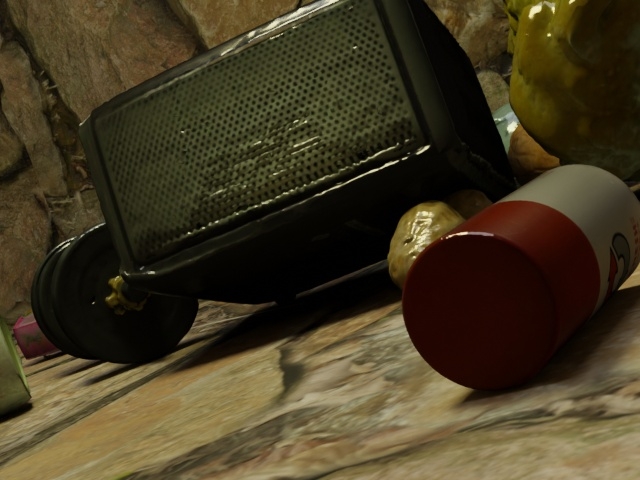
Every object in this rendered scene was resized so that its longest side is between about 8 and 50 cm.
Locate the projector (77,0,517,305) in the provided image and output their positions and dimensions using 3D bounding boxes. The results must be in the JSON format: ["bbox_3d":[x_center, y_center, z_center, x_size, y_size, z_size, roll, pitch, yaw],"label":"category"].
[{"bbox_3d":[-0.003,-0.089,1.325,0.405,0.242,0.395,-22,-13,15],"label":"projector"}]

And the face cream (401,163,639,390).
[{"bbox_3d":[0.135,0.016,0.710,0.096,0.095,0.214,-18,4,31],"label":"face cream"}]

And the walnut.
[{"bbox_3d":[0.321,-0.118,1.471,0.144,0.144,0.180,-20,8,2],"label":"walnut"}]

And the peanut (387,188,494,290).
[{"bbox_3d":[0.126,-0.002,1.131,0.089,0.089,0.193,-18,4,30],"label":"peanut"}]

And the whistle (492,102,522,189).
[{"bbox_3d":[0.293,-0.110,1.685,0.163,0.163,0.289,-24,-32,-50],"label":"whistle"}]

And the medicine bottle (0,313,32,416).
[{"bbox_3d":[-0.437,0.155,1.353,0.143,0.147,0.147,-22,4,-13],"label":"medicine bottle"}]

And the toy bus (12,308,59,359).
[{"bbox_3d":[-0.398,0.134,1.970,0.274,0.090,0.112,-18,10,20],"label":"toy bus"}]

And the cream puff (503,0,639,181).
[{"bbox_3d":[0.366,-0.248,1.272,0.378,0.378,0.275,-20,19,-4],"label":"cream puff"}]

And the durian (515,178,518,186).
[{"bbox_3d":[0.178,-0.073,1.558,0.193,0.137,0.237,-23,6,-40],"label":"durian"}]

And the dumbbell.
[{"bbox_3d":[-0.281,0.071,1.506,0.185,0.185,0.388,-21,4,-20],"label":"dumbbell"}]
